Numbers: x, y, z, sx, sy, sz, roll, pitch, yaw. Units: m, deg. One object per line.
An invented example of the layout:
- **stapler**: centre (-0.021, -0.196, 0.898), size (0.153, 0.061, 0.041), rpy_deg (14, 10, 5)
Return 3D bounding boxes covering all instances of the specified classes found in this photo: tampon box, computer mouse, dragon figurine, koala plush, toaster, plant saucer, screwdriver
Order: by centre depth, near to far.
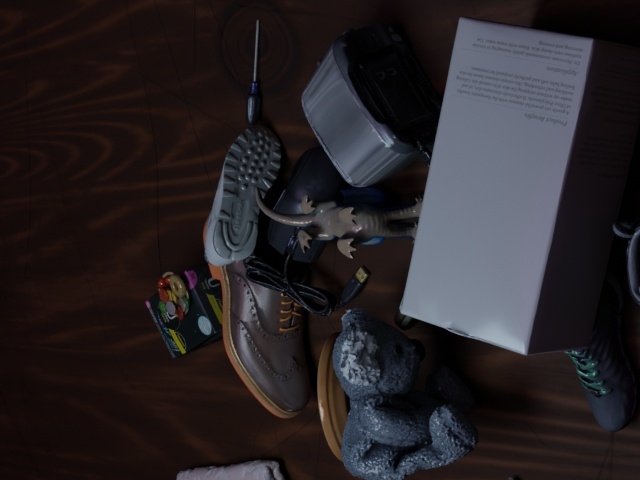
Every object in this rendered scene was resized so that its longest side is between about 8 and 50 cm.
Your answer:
- **toaster**: centre (0.075, -0.174, 1.764), size (0.227, 0.129, 0.146), rpy_deg (59, 144, 8)
- **koala plush**: centre (0.088, 0.205, 1.796), size (0.203, 0.196, 0.221), rpy_deg (-25, 103, 9)
- **dragon figurine**: centre (0.045, -0.031, 1.842), size (0.289, 0.144, 0.085), rpy_deg (7, 102, 41)
- **plant saucer**: centre (0.050, 0.237, 1.942), size (0.037, 0.200, 0.199), rpy_deg (-8, 102, 22)
- **computer mouse**: centre (0.000, 0.000, 1.945), size (0.184, 0.060, 0.262), rpy_deg (31, 115, 2)
- **screwdriver**: centre (-0.100, -0.262, 2.007), size (0.025, 0.024, 0.169), rpy_deg (31, 124, 38)
- **tampon box**: centre (-0.209, 0.118, 2.238), size (0.161, 0.101, 0.120), rpy_deg (-35, 80, 50)

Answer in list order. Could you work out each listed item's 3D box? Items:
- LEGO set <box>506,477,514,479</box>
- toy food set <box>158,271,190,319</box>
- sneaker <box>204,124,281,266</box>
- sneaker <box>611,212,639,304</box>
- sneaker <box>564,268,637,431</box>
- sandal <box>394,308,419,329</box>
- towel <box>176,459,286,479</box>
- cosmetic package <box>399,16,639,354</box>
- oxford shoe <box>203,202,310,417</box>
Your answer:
- **LEGO set**: centre (0.322, 0.485, 1.839), size (0.244, 0.060, 0.182), rpy_deg (42, 138, 28)
- **toy food set**: centre (-0.249, 0.094, 2.176), size (0.083, 0.020, 0.082), rpy_deg (5, 109, 47)
- **sneaker**: centre (-0.132, -0.072, 2.007), size (0.095, 0.090, 0.235), rpy_deg (-29, 41, 65)
- **sneaker**: centre (0.440, 0.056, 1.426), size (0.268, 0.153, 0.101), rpy_deg (49, 137, 22)
- **sneaker**: centre (0.338, 0.148, 1.629), size (0.083, 0.098, 0.223), rpy_deg (3, 109, 48)
- **sandal**: centre (0.205, 0.068, 1.739), size (0.086, 0.120, 0.303), rpy_deg (53, 140, -3)
- **towel**: centre (-0.125, 0.564, 2.389), size (0.332, 0.053, 0.316), rpy_deg (-20, 92, 51)
- **cosmetic package**: centre (0.240, -0.065, 1.514), size (0.197, 0.155, 0.365), rpy_deg (20, 104, 40)
- **oxford shoe**: centre (-0.081, 0.113, 2.076), size (0.133, 0.130, 0.363), rpy_deg (-15, 95, 45)
